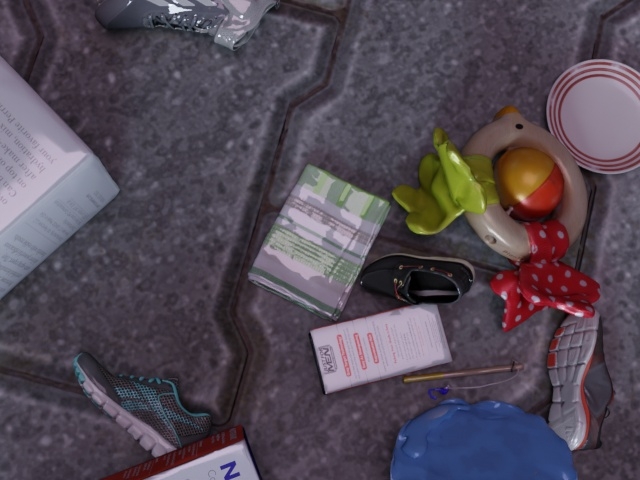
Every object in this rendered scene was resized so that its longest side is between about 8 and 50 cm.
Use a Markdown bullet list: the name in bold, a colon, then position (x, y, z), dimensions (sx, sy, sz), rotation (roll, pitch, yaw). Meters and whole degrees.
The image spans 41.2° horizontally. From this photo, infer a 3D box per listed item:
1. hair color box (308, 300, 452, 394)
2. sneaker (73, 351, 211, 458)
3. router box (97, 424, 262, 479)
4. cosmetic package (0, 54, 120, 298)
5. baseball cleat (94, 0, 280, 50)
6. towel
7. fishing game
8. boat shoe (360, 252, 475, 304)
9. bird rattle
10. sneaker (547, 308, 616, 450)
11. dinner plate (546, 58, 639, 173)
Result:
- **hair color box**: position (0.063, 0.115, 0.921), dimensions (0.141, 0.043, 0.072), rotation (-13, 80, -7)
- **sneaker**: position (-0.184, 0.167, 0.894), dimensions (0.166, 0.065, 0.076), rotation (42, 71, -3)
- **router box**: position (-0.157, 0.388, 0.809), dimensions (0.301, 0.082, 0.335), rotation (-21, 91, -7)
- **cosmetic package**: position (-0.454, 0.006, 0.852), dimensions (0.453, 0.161, 0.230), rotation (-43, 84, -10)
- **baseball cleat**: position (-0.148, -0.259, 0.969), dimensions (0.206, 0.072, 0.109), rotation (-21, 87, -3)
- **towel**: position (0.000, 0.000, 0.951), dimensions (0.113, 0.023, 0.152), rotation (26, 79, 1)
- **fishing game**: position (0.161, 0.240, 0.855), dimensions (0.189, 0.041, 0.264), rotation (-10, 45, -5)
- **boat shoe**: position (0.096, 0.043, 0.906), dimensions (0.133, 0.042, 0.049), rotation (-1, 117, 34)
- **bird rattle**: position (0.219, -0.038, 0.924), dimensions (0.253, 0.143, 0.207), rotation (38, 63, 1)
- **sneaker**: position (0.289, 0.153, 0.931), dimensions (0.065, 0.061, 0.158), rotation (17, 78, -27)
- **dinner plate**: position (0.332, -0.145, 1.001), dimensions (0.141, 0.017, 0.141), rotation (1, 80, -3)
